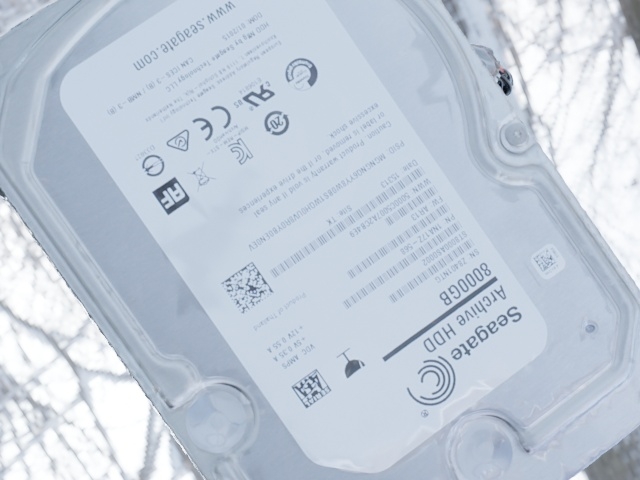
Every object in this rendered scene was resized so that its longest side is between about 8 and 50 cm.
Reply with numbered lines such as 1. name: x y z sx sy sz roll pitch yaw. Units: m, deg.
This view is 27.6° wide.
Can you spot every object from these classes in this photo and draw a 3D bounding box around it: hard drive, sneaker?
1. hard drive: 0.000 0.000 0.654 0.237 0.339 0.064 -35 -177 -10
2. sneaker: 0.157 -0.153 1.252 0.065 0.061 0.158 0 -144 -5
